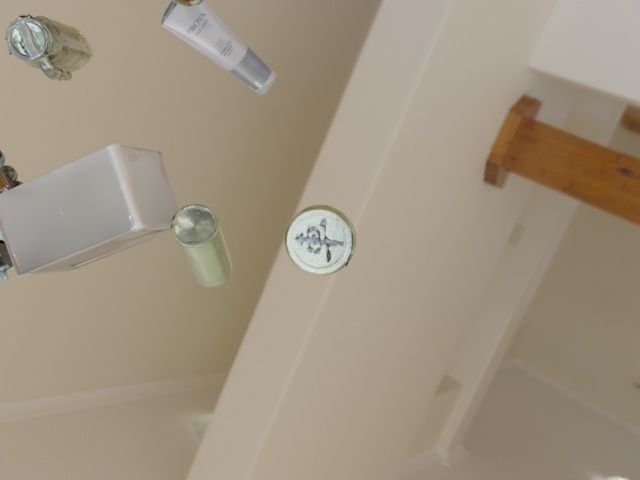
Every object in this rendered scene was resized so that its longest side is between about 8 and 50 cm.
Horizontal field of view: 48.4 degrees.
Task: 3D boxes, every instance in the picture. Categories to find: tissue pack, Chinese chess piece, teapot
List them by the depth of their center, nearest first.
[{"bbox_3d":[0.000,0.000,0.827,0.084,0.084,0.034,23,-169,1],"label":"Chinese chess piece"},{"bbox_3d":[-0.375,-0.044,1.160,0.246,0.136,0.159,-20,176,15],"label":"tissue pack"},{"bbox_3d":[-0.451,-0.317,1.208,0.107,0.077,0.200,62,-174,-8],"label":"teapot"}]

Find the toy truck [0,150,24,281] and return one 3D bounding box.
[{"bbox_3d":[-0.668,-0.055,1.414,0.338,0.184,0.133,50,164,28],"label":"toy truck"}]

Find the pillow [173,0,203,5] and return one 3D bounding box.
[{"bbox_3d":[-0.193,-0.410,0.885,0.214,0.086,0.233,57,164,28],"label":"pillow"}]

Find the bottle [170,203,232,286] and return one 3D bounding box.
[{"bbox_3d":[-0.186,0.013,1.144,0.072,0.072,0.201,25,161,9],"label":"bottle"}]

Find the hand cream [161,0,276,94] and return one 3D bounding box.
[{"bbox_3d":[-0.176,-0.350,1.279,0.048,0.079,0.255,38,-176,41],"label":"hand cream"}]
